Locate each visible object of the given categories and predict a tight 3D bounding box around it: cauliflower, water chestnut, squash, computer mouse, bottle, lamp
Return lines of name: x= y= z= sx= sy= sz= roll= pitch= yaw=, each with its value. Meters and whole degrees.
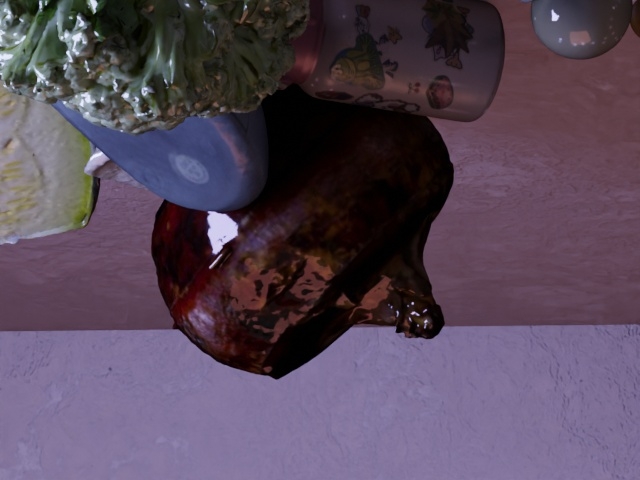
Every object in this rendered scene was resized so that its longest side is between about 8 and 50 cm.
cauliflower: x=-0.144 y=-0.219 z=1.413 sx=0.275 sy=0.272 sz=0.250 roll=-9 pitch=139 yaw=-13
water chestnut: x=0.000 y=0.000 z=1.864 sx=0.302 sy=0.350 sz=0.350 roll=42 pitch=169 yaw=6
squash: x=-0.353 y=-0.116 z=1.919 sx=0.234 sy=0.210 sz=0.309 roll=-10 pitch=173 yaw=-7
computer mouse: x=-0.181 y=-0.180 z=1.654 sx=0.371 sy=0.122 sz=0.188 roll=42 pitch=145 yaw=-16
bottle: x=0.037 y=-0.183 z=1.724 sx=0.253 sy=0.120 sz=0.120 roll=6 pitch=167 yaw=-18
lamp: x=0.194 y=-0.222 z=1.628 sx=0.163 sy=0.091 sz=0.091 roll=25 pitch=161 yaw=-19

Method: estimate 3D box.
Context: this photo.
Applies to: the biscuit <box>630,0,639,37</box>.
biscuit: x=0.442 y=-0.210 z=1.651 sx=0.237 sy=0.062 sz=0.291 roll=8 pitch=168 yaw=-26

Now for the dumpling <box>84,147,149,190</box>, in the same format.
dumpling: x=-0.151 y=-0.126 z=1.943 sx=0.166 sy=0.126 sz=0.216 roll=-22 pitch=165 yaw=37
